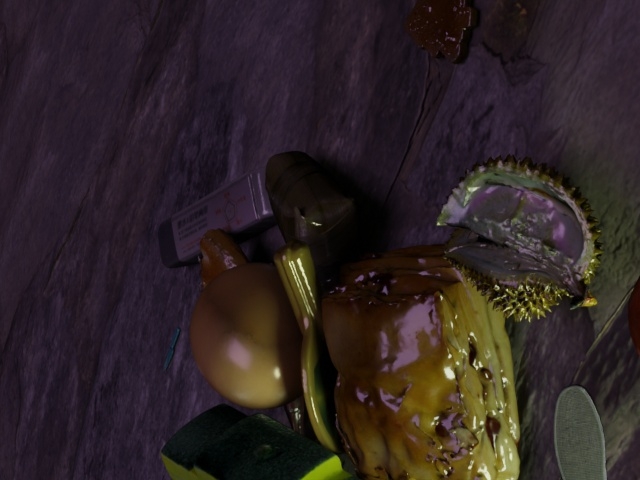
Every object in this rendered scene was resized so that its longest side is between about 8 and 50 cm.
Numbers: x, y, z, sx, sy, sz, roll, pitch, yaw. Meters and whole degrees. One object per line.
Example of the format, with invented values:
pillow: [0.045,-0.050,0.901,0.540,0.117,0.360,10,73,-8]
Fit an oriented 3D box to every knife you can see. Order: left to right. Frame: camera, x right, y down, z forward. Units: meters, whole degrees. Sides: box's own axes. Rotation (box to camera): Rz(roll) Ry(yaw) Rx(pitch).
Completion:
knife: [-0.267,0.195,2.168,0.014,0.005,0.091,46,124,42]

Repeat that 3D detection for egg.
egg: [-0.088,0.144,1.757,0.244,0.201,0.201,-115,38,-67]

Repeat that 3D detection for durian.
durian: [0.264,0.005,1.431,0.237,0.138,0.193,52,121,38]

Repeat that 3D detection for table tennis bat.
table tennis bat: [0.001,0.146,1.667,0.050,0.198,0.320,-8,114,22]

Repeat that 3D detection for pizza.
pizza: [-0.140,0.082,1.956,0.154,0.069,0.194,49,149,23]

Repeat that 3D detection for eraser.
eraser: [-0.156,-0.037,1.993,0.352,0.061,0.089,-25,72,48]

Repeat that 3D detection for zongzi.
zongzi: [0.000,0.000,1.798,0.221,0.112,0.242,-121,13,-55]

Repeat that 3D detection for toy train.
toy train: [-0.045,0.394,1.688,0.442,0.179,0.272,20,136,45]

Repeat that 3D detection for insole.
insole: [0.321,0.290,1.464,0.080,0.003,0.231,-21,74,48]

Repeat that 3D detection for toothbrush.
toothbrush: [-0.049,0.209,1.882,0.041,0.041,0.363,-20,75,48]

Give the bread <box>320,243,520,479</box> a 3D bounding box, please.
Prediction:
bread: [0.114,0.166,1.586,0.277,0.167,0.324,-6,84,50]

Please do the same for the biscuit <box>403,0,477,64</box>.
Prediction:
biscuit: [0.163,-0.298,1.642,0.130,0.019,0.119,8,96,49]

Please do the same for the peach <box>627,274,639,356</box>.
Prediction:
peach: [0.419,0.044,1.202,0.214,0.214,0.235,11,87,50]
